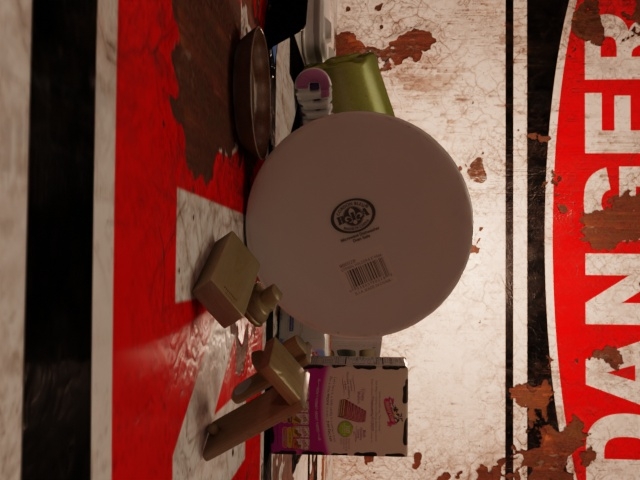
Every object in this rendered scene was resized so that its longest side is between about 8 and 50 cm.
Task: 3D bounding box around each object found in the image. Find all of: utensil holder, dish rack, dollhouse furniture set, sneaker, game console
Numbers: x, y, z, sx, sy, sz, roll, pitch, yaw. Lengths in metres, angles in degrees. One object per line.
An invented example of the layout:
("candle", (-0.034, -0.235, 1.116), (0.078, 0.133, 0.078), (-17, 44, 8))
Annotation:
("utensil holder", (0.068, -0.041, 1.112), (0.385, 0.328, 0.327), (-40, 131, -81))
("dish rack", (-0.001, -0.604, 1.847), (0.285, 0.072, 0.332), (53, 37, -82))
("dollhouse furniture set", (-0.103, 0.106, 0.740), (0.151, 0.123, 0.144), (52, 18, -18))
("sneaker", (-0.010, -0.290, 1.628), (0.104, 0.095, 0.236), (-98, -176, -59))
("game console", (-0.051, -0.335, 1.126), (0.107, 0.071, 0.122), (84, 8, -57))

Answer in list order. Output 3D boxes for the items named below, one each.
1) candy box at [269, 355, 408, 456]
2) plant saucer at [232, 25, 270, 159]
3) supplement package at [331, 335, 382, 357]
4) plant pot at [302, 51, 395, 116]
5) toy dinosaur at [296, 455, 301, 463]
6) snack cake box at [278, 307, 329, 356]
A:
("candy box", (0.033, 0.281, 1.223), (0.071, 0.234, 0.159), (-54, 145, -83))
("plant saucer", (-0.088, -0.188, 0.917), (0.168, 0.029, 0.168), (1, 90, -86))
("supplement package", (0.053, 0.175, 1.752), (0.262, 0.199, 0.198), (79, 12, -71))
("plant pot", (0.068, -0.321, 1.760), (0.276, 0.276, 0.253), (-80, 157, -68))
("toy dinosaur", (-0.026, 0.375, 1.678), (0.118, 0.064, 0.268), (96, 1, -52))
("snack cake box", (-0.026, 0.179, 1.425), (0.264, 0.089, 0.152), (82, 7, -66))
